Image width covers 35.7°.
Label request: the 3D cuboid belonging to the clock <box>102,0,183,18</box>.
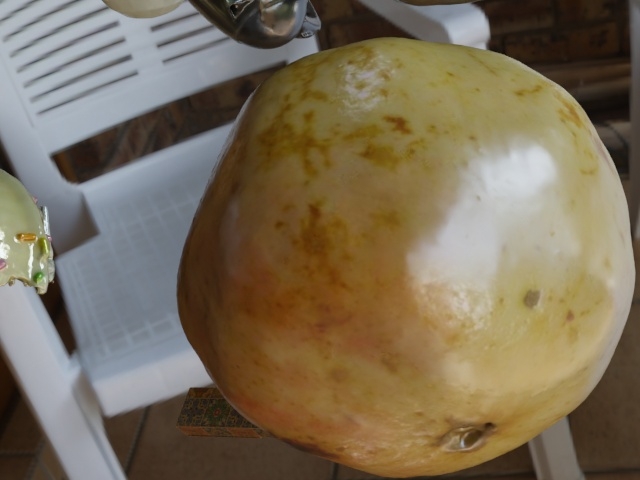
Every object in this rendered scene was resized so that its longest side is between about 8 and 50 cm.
[{"bbox_3d":[-0.245,-0.476,1.236,0.342,0.326,0.184,-39,9,50],"label":"clock"}]

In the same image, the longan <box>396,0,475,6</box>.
[{"bbox_3d":[0.174,-0.425,1.338,0.246,0.246,0.215,-2,9,17],"label":"longan"}]

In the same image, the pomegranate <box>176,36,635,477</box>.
[{"bbox_3d":[0.053,0.007,0.748,0.343,0.342,0.342,-10,37,8],"label":"pomegranate"}]

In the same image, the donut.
[{"bbox_3d":[-0.547,0.043,1.378,0.371,0.150,0.307,-43,61,16],"label":"donut"}]

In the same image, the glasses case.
[{"bbox_3d":[-0.123,0.276,1.587,0.218,0.049,0.075,-5,51,31],"label":"glasses case"}]

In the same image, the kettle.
[{"bbox_3d":[-0.121,-0.399,1.490,0.207,0.251,0.271,-29,80,-9],"label":"kettle"}]
